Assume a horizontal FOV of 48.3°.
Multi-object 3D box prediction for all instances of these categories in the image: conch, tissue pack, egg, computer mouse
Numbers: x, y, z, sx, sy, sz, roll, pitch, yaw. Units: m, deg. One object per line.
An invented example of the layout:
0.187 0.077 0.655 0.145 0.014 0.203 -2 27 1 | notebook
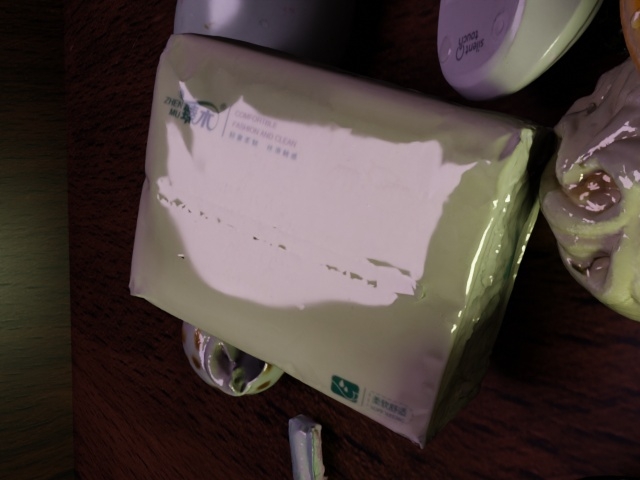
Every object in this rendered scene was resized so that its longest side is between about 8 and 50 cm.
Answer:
-0.131 0.146 1.146 0.149 0.182 0.275 59 -173 -50 | conch
0.011 -0.023 0.720 0.380 0.207 0.297 21 107 27 | tissue pack
-0.081 -0.265 0.952 0.230 0.229 0.371 62 145 34 | egg
0.188 -0.263 0.607 0.184 0.121 0.297 -179 94 -71 | computer mouse

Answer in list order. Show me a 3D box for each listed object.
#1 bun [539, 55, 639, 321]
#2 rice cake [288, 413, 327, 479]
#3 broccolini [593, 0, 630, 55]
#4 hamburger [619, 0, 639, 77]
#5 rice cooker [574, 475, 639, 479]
0.250 -0.043 0.531 0.231 0.133 0.231 11 103 59 | bun
-0.006 0.407 1.055 0.081 0.051 0.291 173 92 -67 | rice cake
0.314 -0.213 0.519 0.254 0.071 0.058 -16 37 51 | broccolini
0.295 -0.135 0.333 0.300 0.176 0.301 -5 81 31 | hamburger
0.222 0.302 0.518 0.267 0.224 0.268 11 103 59 | rice cooker
